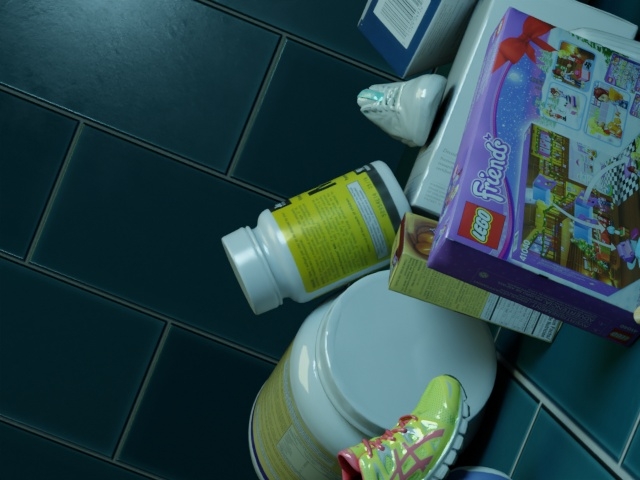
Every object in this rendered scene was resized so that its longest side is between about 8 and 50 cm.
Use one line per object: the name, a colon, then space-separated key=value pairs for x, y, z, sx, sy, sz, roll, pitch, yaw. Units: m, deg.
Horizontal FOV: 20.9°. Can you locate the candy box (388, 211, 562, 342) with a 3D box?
candy box: x=0.170 y=0.038 z=1.871 sx=0.109 sy=0.186 sz=0.053 roll=-81 pitch=11 yaw=-64

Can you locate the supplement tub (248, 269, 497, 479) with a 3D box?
supplement tub: x=0.060 y=0.193 z=2.076 sx=0.331 sy=0.241 sz=0.241 roll=121 pitch=169 yaw=-61

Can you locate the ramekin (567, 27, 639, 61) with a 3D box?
ramekin: x=0.281 y=-0.127 z=1.847 sx=0.207 sy=0.109 sz=0.207 roll=-159 pitch=90 yaw=-85

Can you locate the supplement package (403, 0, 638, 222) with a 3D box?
supplement package: x=0.228 y=-0.138 z=2.053 sx=0.177 sy=0.175 sz=0.293 roll=145 pitch=146 yaw=-85

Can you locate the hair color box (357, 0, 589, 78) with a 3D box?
hair color box: x=0.227 y=-0.342 z=2.249 sx=0.347 sy=0.105 sz=0.174 roll=-21 pitch=-27 yaw=-37

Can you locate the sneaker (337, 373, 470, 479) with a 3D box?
sneaker: x=0.067 y=0.209 z=1.644 sx=0.208 sy=0.094 sz=0.081 roll=-60 pitch=10 yaw=-19

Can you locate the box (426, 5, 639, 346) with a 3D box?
box: x=0.229 y=-0.065 z=1.616 sx=0.057 sy=0.201 sz=0.293 roll=119 pitch=171 yaw=-54

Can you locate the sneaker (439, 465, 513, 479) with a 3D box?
sneaker: x=0.092 y=0.376 z=1.615 sx=0.182 sy=0.127 sz=0.315 roll=-77 pitch=12 yaw=-72

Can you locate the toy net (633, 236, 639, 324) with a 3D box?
toy net: x=0.298 y=0.031 z=1.406 sx=0.232 sy=0.045 sz=0.122 roll=-80 pitch=14 yaw=-58

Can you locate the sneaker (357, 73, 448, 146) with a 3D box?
sneaker: x=0.090 y=-0.159 z=2.054 sx=0.212 sy=0.094 sz=0.080 roll=131 pitch=162 yaw=-81

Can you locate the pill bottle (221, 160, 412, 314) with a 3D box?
pill bottle: x=0.000 y=0.000 z=2.007 sx=0.208 sy=0.119 sz=0.119 roll=-24 pitch=0 yaw=-6
